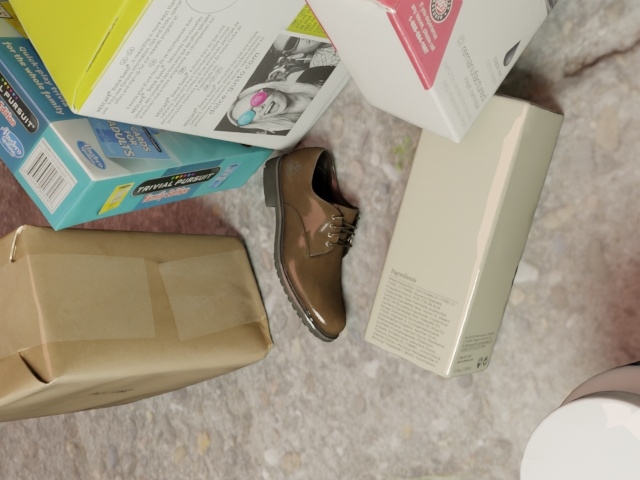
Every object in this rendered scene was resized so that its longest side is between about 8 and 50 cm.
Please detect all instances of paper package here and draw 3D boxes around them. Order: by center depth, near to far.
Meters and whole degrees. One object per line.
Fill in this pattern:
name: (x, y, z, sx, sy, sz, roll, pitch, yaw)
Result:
paper package: (-0.285, 0.110, 1.062, 0.309, 0.324, 0.168, -23, 74, 35)

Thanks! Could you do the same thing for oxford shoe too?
oxford shoe: (0.000, 0.000, 1.001, 0.096, 0.082, 0.227, -18, 79, 31)

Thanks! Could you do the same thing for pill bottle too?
pill bottle: (0.265, 0.167, 0.679, 0.153, 0.264, 0.153, -2, 87, 37)

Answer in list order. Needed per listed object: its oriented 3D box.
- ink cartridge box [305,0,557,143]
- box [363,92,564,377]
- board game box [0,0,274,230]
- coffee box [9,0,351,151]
ink cartridge box: (0.128, -0.263, 0.773, 0.117, 0.207, 0.283, 30, 81, 33)
box: (0.141, -0.011, 0.886, 0.113, 0.094, 0.275, 23, 102, 35)
board game box: (-0.231, -0.157, 0.986, 0.079, 0.336, 0.254, -44, 79, 27)
coffee box: (-0.118, -0.345, 0.941, 0.338, 0.334, 0.338, -47, 63, 26)
